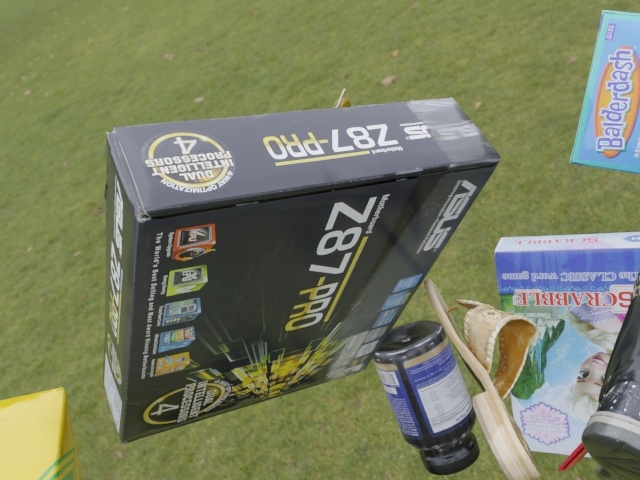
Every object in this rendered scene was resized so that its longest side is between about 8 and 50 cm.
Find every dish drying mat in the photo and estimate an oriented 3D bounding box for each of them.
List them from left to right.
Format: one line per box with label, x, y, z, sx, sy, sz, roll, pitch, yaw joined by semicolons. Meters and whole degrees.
dish drying mat;0.294;0.233;0.692;0.032;0.083;0.008;-13;49;-26

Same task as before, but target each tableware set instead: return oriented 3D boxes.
tableware set;0.027;-0.162;0.978;0.024;0.154;0.104;19;78;21

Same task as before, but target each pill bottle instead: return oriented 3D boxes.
pill bottle;0.170;0.247;0.976;0.123;0.219;0.123;-21;8;3

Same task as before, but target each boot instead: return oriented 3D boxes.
boot;0.310;0.137;0.561;0.085;0.236;0.178;12;68;38

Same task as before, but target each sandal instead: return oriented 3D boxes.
sandal;0.168;0.106;0.571;0.079;0.088;0.240;-29;32;12

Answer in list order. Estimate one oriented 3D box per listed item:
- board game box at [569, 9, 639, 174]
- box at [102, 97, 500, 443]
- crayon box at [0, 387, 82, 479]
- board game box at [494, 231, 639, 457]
board game box;0.377;-0.139;0.620;0.210;0.160;0.047;15;25;25
box;-0.048;0.046;0.623;0.318;0.395;0.097;-12;56;-29
crayon box;-0.338;0.236;0.358;0.363;0.106;0.313;-9;18;-18
board game box;0.411;0.146;0.825;0.319;0.318;0.066;-3;19;28
